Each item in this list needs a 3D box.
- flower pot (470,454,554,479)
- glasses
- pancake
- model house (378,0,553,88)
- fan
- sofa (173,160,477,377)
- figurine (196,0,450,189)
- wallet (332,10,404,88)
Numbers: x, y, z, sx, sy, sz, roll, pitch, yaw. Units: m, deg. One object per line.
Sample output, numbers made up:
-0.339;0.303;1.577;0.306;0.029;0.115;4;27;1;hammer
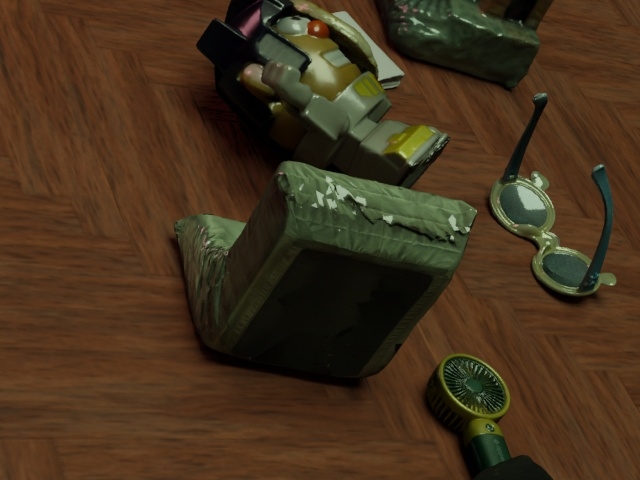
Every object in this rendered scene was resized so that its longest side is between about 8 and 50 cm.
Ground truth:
0.199;0.325;1.300;0.379;0.379;0.251;20;16;-17;flower pot
0.250;-0.050;1.881;0.088;0.220;0.189;-26;57;-6;glasses
0.014;-0.228;1.912;0.139;0.022;0.139;35;-9;7;pancake
0.221;-0.415;2.174;0.194;0.325;0.267;14;38;-27;model house
0.151;0.180;1.640;0.082;0.039;0.155;11;41;-28;fan
0.000;0.000;1.585;0.210;0.225;0.176;11;44;-24;sofa
-0.004;-0.152;1.833;0.308;0.143;0.308;35;-9;7;figurine
0.047;-0.234;2.079;0.061;0.025;0.122;-14;56;-48;wallet
